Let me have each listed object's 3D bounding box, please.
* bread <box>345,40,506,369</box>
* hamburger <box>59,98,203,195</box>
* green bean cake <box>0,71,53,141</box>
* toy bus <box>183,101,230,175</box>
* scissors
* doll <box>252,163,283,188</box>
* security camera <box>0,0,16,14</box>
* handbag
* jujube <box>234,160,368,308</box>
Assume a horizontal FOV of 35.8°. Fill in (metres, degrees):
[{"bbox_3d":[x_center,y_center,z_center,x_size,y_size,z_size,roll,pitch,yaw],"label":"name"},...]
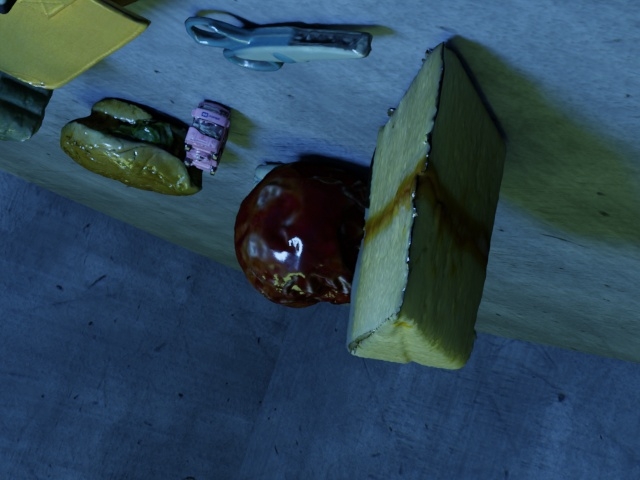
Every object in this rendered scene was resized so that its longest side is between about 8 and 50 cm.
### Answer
[{"bbox_3d":[0.085,-0.024,1.238,0.242,0.345,0.405,9,173,29],"label":"bread"},{"bbox_3d":[-0.344,-0.164,1.864,0.285,0.134,0.265,25,167,-26],"label":"hamburger"},{"bbox_3d":[-0.476,-0.244,1.500,0.094,0.183,0.185,23,170,-41],"label":"green bean cake"},{"bbox_3d":[-0.191,-0.169,1.668,0.063,0.090,0.203,19,171,-4],"label":"toy bus"},{"bbox_3d":[-0.043,-0.231,1.170,0.289,0.041,0.138,14,172,47],"label":"scissors"},{"bbox_3d":[-0.083,-0.097,1.928,0.104,0.071,0.214,16,166,4],"label":"doll"},{"bbox_3d":[-0.280,-0.319,0.708,0.191,0.197,0.277,28,163,-5],"label":"security camera"},{"bbox_3d":[-0.409,-0.323,1.109,0.401,0.133,0.283,25,164,-35],"label":"handbag"},{"bbox_3d":[-0.002,0.000,1.765,0.277,0.276,0.377,14,170,27],"label":"jujube"}]
